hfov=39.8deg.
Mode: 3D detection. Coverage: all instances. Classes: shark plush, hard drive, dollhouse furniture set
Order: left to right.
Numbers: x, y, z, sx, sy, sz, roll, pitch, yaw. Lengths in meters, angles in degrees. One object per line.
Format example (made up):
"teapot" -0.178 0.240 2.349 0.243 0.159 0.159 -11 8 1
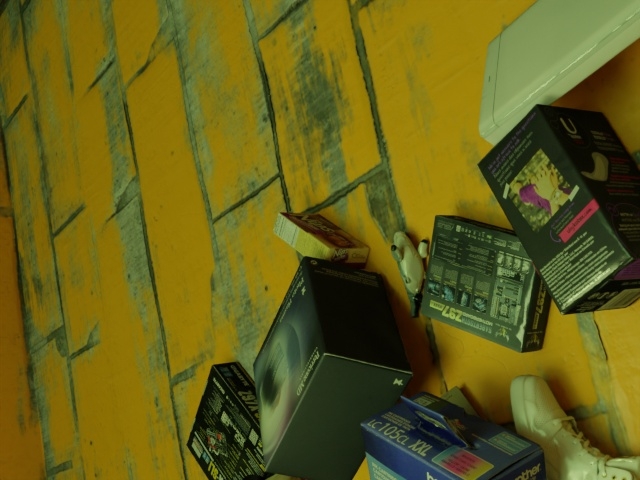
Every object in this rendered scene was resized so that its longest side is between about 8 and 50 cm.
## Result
"shark plush" 0.172 0.060 1.651 0.161 0.073 0.067 69 162 -7
"dollhouse furniture set" 0.224 0.355 1.581 0.151 0.123 0.144 -38 54 4
"hard drive" 0.372 -0.316 1.291 0.353 0.047 0.233 -38 28 45

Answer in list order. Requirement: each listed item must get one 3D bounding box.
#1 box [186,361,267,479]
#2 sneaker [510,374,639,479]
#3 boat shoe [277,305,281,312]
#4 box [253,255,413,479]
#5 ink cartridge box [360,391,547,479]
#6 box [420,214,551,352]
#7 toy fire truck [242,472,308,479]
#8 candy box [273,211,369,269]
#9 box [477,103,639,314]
"box" -0.185 0.479 2.058 0.322 0.079 0.257 43 124 43
"sneaker" 0.401 0.319 1.310 0.169 0.108 0.293 -32 67 38
"boat shoe" -0.043 0.173 1.861 0.116 0.096 0.325 36 118 46
"box" 0.009 0.240 1.652 0.294 0.182 0.296 -105 35 -55
"ink cartridge box" 0.210 0.412 1.359 0.270 0.151 0.396 16 120 55
"box" 0.279 0.067 1.485 0.232 0.059 0.184 18 104 49
"toy fire truck" -0.075 0.621 1.879 0.217 0.246 0.159 -35 29 27
"candy box" 0.000 0.000 1.799 0.186 0.109 0.053 37 118 46
"box" 0.377 -0.046 1.275 0.143 0.165 0.270 -48 54 41
